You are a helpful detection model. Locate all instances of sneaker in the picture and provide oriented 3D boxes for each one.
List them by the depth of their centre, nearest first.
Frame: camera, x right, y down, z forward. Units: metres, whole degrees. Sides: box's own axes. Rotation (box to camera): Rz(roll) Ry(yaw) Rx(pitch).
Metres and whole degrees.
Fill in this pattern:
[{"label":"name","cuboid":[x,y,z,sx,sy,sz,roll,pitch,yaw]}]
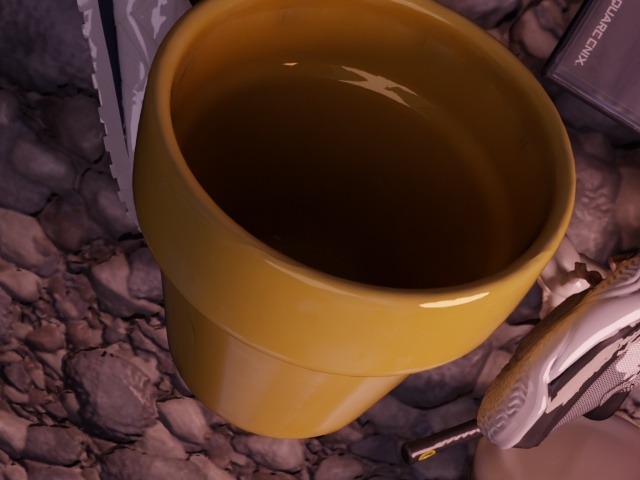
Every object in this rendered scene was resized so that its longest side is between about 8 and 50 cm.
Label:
[{"label":"sneaker","cuboid":[0.233,0.070,0.733,0.268,0.101,0.153,-39,85,-11]},{"label":"sneaker","cuboid":[-0.101,-0.105,0.808,0.095,0.090,0.235,-8,123,-2]}]

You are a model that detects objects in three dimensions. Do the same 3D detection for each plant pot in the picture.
[{"label":"plant pot","cuboid":[0.000,0.000,0.767,0.254,0.254,0.239,19,141,-2]}]

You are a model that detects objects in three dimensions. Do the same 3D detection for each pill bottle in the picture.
[{"label":"pill bottle","cuboid":[0.178,0.271,0.941,0.153,0.153,0.265,9,121,4]}]

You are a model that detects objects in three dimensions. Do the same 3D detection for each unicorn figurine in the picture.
[{"label":"unicorn figurine","cuboid":[0.162,0.015,0.840,0.060,0.111,0.162,-27,92,-17]}]

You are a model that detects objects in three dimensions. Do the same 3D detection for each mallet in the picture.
[{"label":"mallet","cuboid":[0.145,0.131,0.880,0.189,0.039,0.062,-20,148,-13]}]

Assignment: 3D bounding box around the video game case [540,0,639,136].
[{"label":"video game case","cuboid":[0.295,-0.109,0.690,0.274,0.026,0.196,31,95,-2]}]
